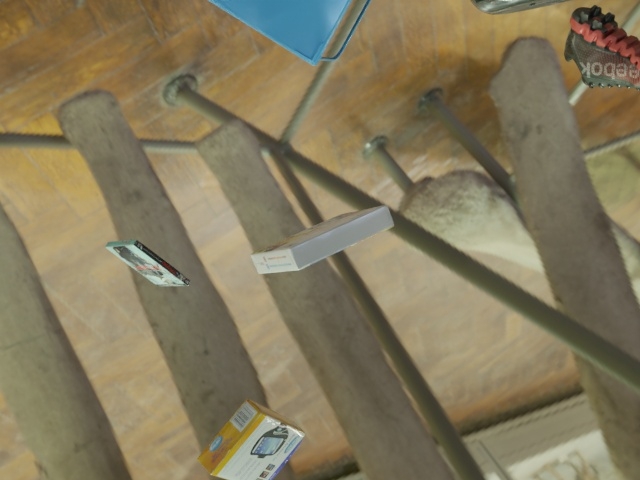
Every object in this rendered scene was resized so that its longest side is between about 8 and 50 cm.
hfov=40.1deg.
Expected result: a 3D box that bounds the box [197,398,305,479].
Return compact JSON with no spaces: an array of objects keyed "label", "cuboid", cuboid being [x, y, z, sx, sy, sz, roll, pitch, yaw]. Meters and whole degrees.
[{"label":"box","cuboid":[-0.068,0.220,0.936,0.081,0.028,0.136,-50,151,-4]}]

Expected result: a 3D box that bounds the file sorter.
[{"label":"file sorter","cuboid":[-0.033,-0.294,1.000,0.118,0.170,0.104,-60,170,18]}]

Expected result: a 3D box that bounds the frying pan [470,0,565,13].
[{"label":"frying pan","cuboid":[0.256,-0.321,1.091,0.197,0.053,0.326,-7,-170,30]}]

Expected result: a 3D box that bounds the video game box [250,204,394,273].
[{"label":"video game box","cuboid":[0.000,0.000,1.564,0.205,0.048,0.187,-24,-171,-24]}]

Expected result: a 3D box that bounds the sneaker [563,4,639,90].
[{"label":"sneaker","cuboid":[0.596,-0.345,1.734,0.097,0.276,0.135,-29,150,-40]}]

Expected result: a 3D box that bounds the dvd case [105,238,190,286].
[{"label":"dvd case","cuboid":[-0.275,0.037,1.399,0.119,0.087,0.013,41,61,-35]}]
